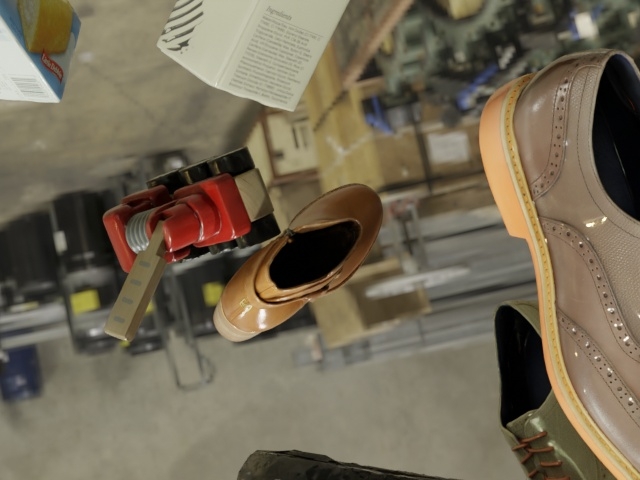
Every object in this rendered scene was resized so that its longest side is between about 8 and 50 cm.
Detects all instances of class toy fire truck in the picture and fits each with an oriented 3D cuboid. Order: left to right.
[{"bbox_3d":[-0.197,0.009,1.671,0.246,0.158,0.217,-26,-171,-39],"label":"toy fire truck"}]

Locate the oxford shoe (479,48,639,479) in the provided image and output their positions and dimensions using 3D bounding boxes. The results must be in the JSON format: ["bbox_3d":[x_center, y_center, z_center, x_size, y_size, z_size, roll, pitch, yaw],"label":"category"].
[{"bbox_3d":[0.231,0.040,0.963,0.130,0.363,0.133,-25,180,-30],"label":"oxford shoe"}]

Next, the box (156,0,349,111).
[{"bbox_3d":[-0.025,-0.259,1.183,0.094,0.275,0.113,36,-166,37],"label":"box"}]

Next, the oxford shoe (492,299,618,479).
[{"bbox_3d":[0.255,0.247,1.462,0.146,0.397,0.140,18,139,-37],"label":"oxford shoe"}]

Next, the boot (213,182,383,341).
[{"bbox_3d":[0.000,0.000,1.588,0.283,0.109,0.220,-34,175,-26],"label":"boot"}]

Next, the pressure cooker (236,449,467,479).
[{"bbox_3d":[0.070,0.429,1.307,0.370,0.420,0.375,4,169,39],"label":"pressure cooker"}]

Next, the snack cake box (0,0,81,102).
[{"bbox_3d":[-0.317,-0.216,1.116,0.152,0.089,0.264,5,158,13],"label":"snack cake box"}]
